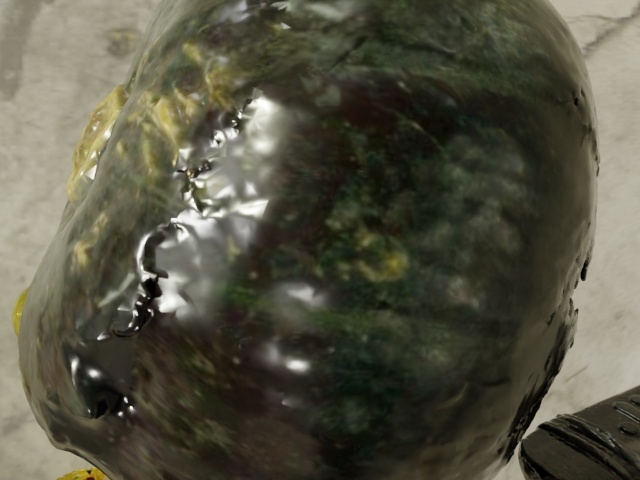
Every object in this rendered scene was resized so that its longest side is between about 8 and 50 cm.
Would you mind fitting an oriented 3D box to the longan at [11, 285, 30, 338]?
[{"bbox_3d":[-0.225,0.067,1.185,0.075,0.083,0.075,-1,95,-7],"label":"longan"}]

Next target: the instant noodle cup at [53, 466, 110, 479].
[{"bbox_3d":[-0.197,0.273,1.232,0.151,0.122,0.151,1,84,-8],"label":"instant noodle cup"}]

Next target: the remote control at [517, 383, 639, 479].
[{"bbox_3d":[0.237,0.153,1.011,0.090,0.266,0.066,27,117,41],"label":"remote control"}]

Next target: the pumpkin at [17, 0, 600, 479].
[{"bbox_3d":[0.000,0.000,0.923,0.344,0.454,0.454,21,107,-12],"label":"pumpkin"}]
